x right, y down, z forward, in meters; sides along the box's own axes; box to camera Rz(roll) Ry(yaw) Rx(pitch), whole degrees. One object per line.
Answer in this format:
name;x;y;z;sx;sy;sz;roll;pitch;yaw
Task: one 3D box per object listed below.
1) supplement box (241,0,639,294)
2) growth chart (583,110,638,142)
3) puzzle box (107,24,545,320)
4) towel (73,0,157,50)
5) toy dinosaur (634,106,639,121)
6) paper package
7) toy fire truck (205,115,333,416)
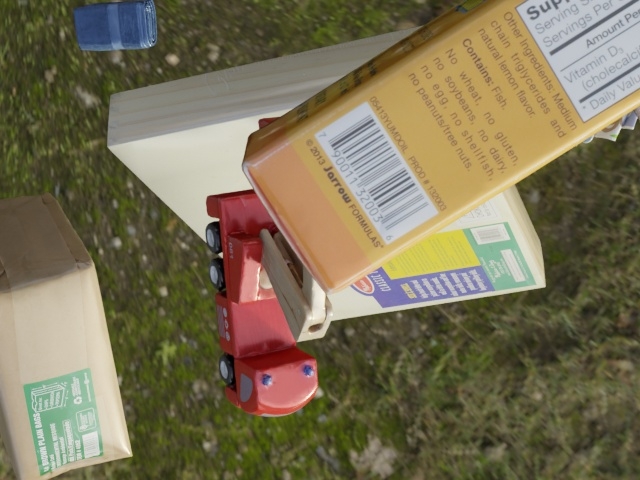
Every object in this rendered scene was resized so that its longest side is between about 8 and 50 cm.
supplement box;0.081;-0.072;0.527;0.233;0.078;0.080;-30;104;7
growth chart;0.432;-0.231;1.838;0.021;0.237;0.172;23;76;-53
puzzle box;0.028;-0.033;1.036;0.272;0.052;0.409;-10;153;16
towel;-0.286;-0.300;1.644;0.119;0.029;0.067;1;101;19
toy dinosaur;0.318;-0.254;1.295;0.200;0.295;0.127;-23;146;-17
paper package;-0.410;0.136;1.697;0.168;0.309;0.324;-14;116;-19
toy fire truck;-0.022;0.020;0.695;0.047;0.135;0.192;-9;102;-24
